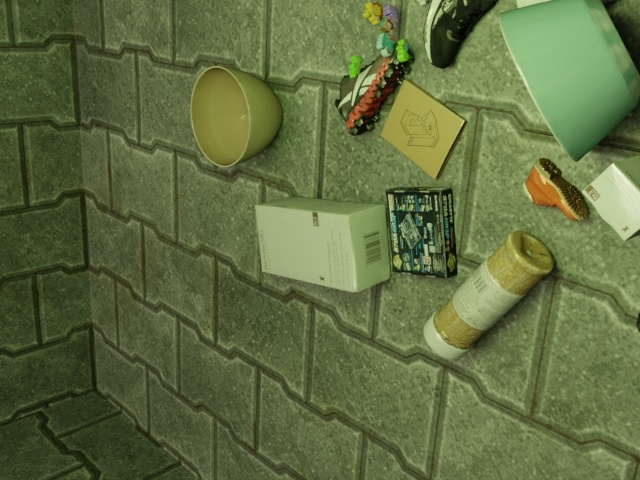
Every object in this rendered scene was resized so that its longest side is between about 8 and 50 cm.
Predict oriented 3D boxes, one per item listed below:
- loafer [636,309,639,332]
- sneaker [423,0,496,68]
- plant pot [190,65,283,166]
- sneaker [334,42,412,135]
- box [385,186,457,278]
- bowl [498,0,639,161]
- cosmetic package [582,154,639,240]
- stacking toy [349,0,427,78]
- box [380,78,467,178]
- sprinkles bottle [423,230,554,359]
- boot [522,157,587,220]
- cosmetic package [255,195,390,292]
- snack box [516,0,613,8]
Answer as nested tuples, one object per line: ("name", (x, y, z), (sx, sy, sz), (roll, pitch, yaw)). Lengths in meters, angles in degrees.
("loafer", (0.709, 0.049, 1.208), (0.130, 0.134, 0.366), (28, 134, 12))
("sneaker", (0.311, -0.505, 1.470), (0.124, 0.107, 0.283), (26, 119, 33))
("plant pot", (-0.224, -0.370, 2.008), (0.284, 0.191, 0.284), (17, 114, 43))
("sneaker", (0.121, -0.395, 1.703), (0.135, 0.097, 0.276), (53, 135, 19))
("box", (0.251, -0.021, 1.708), (0.175, 0.051, 0.220), (4, 104, 46))
("bowl", (0.470, -0.318, 1.242), (0.163, 0.311, 0.311), (-28, 80, 28))
("cosmetic package", (0.578, -0.086, 1.207), (0.117, 0.231, 0.085), (55, 134, 20))
("stacking toy", (0.160, -0.488, 1.599), (0.167, 0.052, 0.221), (-6, 63, 47))
("box", (0.247, -0.273, 1.662), (0.201, 0.021, 0.164), (45, 130, 30))
("sprinkles bottle", (0.377, 0.133, 1.567), (0.121, 0.121, 0.355), (53, 134, 22))
("boot", (0.490, -0.090, 1.435), (0.158, 0.059, 0.084), (60, 139, 28))
("cosmetic package", (0.000, 0.000, 1.904), (0.385, 0.156, 0.217), (6, 107, 45))
("snack box", (0.455, -0.598, 1.317), (0.187, 0.060, 0.322), (-6, 96, 46))
